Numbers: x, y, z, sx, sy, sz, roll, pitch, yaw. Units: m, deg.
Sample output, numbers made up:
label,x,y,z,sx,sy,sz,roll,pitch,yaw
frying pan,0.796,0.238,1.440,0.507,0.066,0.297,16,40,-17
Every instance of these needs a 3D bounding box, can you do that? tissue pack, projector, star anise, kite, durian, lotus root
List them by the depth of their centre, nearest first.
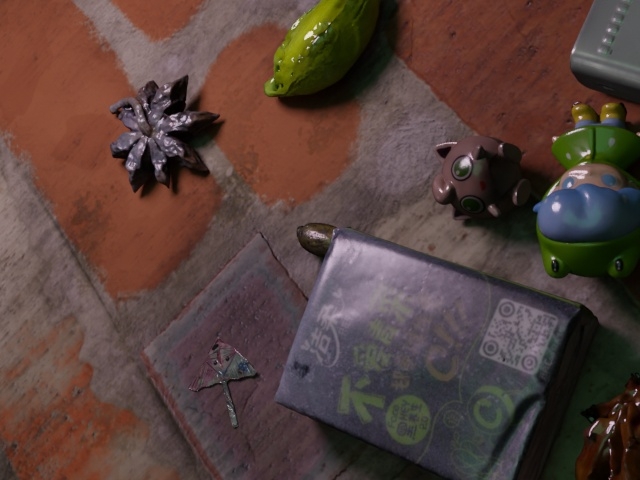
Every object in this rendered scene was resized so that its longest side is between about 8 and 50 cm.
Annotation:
label,x,y,z,sx,sy,sz,roll,pitch,yaw
star anise,0.445,0.245,1.263,0.346,0.148,0.237,-25,24,22
projector,0.486,-0.308,1.406,0.198,0.108,0.250,23,88,31
tissue pack,0.153,0.168,1.459,0.394,0.124,0.288,19,85,31
lotus root,0.000,0.000,1.624,0.099,0.054,0.049,17,65,30
durian,0.006,-0.319,1.678,0.250,0.101,0.139,-52,25,8
kite,-0.160,0.231,1.681,0.137,0.005,0.152,-16,71,27
star anise,-0.300,-0.196,1.823,0.262,0.081,0.230,33,105,28

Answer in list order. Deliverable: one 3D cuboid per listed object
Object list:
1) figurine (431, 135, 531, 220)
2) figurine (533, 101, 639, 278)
label,x,y,z,sx,sy,sz,roll,pitch,yaw
figurine,0.229,-0.089,1.482,0.138,0.125,0.125,-5,75,42
figurine,0.373,-0.068,1.397,0.162,0.143,0.263,1,61,21
